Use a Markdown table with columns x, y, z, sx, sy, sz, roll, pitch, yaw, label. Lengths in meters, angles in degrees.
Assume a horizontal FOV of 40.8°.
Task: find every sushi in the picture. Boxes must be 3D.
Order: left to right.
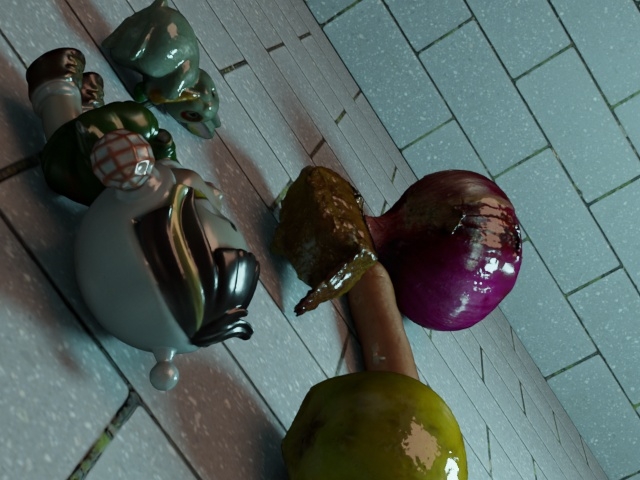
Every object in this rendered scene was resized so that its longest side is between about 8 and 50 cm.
| x | y | z | sx | sy | sz | roll | pitch | yaw | label |
| --- | --- | --- | --- | --- | --- | --- | --- | --- | --- |
| 0.001 | -0.002 | 1.394 | 0.166 | 0.179 | 0.296 | 21 | 35 | -39 | sushi |

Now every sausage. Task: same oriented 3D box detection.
| x | y | z | sx | sy | sz | roll | pitch | yaw | label |
| --- | --- | --- | --- | --- | --- | --- | --- | --- | --- |
| 0.113 | 0.192 | 1.465 | 0.094 | 0.094 | 0.419 | 15 | 38 | -25 | sausage |

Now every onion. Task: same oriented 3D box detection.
| x | y | z | sx | sy | sz | roll | pitch | yaw | label |
| --- | --- | --- | --- | --- | --- | --- | --- | --- | --- |
| 0.218 | 0.010 | 1.809 | 0.385 | 0.348 | 0.348 | 11 | 35 | -15 | onion |

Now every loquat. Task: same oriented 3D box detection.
| x | y | z | sx | sy | sz | roll | pitch | yaw | label |
| --- | --- | --- | --- | --- | --- | --- | --- | --- | --- |
| 0.081 | 0.265 | 0.998 | 0.246 | 0.213 | 0.213 | 30 | 26 | -18 | loquat |

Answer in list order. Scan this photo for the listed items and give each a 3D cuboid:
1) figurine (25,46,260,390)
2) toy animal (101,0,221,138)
| x | y | z | sx | sy | sz | roll | pitch | yaw | label |
| --- | --- | --- | --- | --- | --- | --- | --- | --- | --- |
| -0.188 | -0.034 | 0.864 | 0.370 | 0.167 | 0.281 | 57 | -4 | 22 | figurine |
| -0.196 | -0.232 | 1.248 | 0.236 | 0.138 | 0.108 | 40 | -9 | -40 | toy animal |
